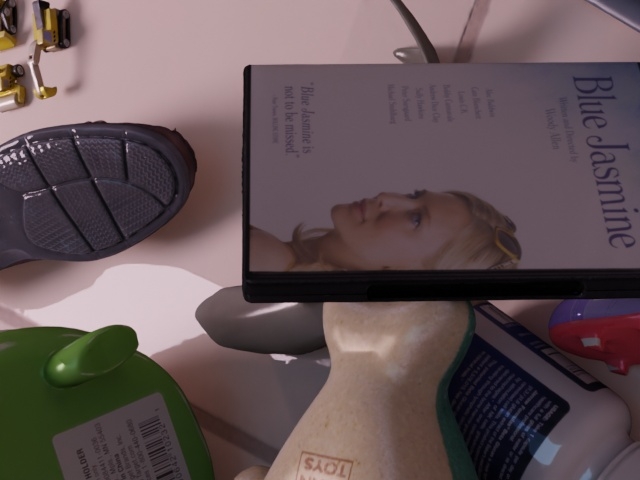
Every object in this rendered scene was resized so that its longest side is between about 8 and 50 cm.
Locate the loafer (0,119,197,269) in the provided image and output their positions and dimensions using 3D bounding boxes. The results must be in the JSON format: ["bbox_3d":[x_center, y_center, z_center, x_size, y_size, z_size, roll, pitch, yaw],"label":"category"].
[{"bbox_3d":[-0.221,-0.033,1.060,0.302,0.095,0.109,-18,108,25],"label":"loafer"}]

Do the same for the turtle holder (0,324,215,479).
[{"bbox_3d":[-0.233,0.205,0.921,0.227,0.243,0.320,-12,37,55],"label":"turtle holder"}]

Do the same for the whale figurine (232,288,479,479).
[{"bbox_3d":[0.042,0.162,0.786,0.216,0.141,0.272,1,80,43],"label":"whale figurine"}]

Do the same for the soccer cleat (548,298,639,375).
[{"bbox_3d":[0.250,0.015,0.781,0.248,0.083,0.095,-14,61,28],"label":"soccer cleat"}]

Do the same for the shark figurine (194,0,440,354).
[{"bbox_3d":[0.024,-0.009,0.896,0.166,0.116,0.278,42,107,27],"label":"shark figurine"}]

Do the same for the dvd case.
[{"bbox_3d":[0.081,-0.039,0.791,0.253,0.022,0.180,-1,47,-2],"label":"dvd case"}]

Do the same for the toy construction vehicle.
[{"bbox_3d":[-0.250,-0.159,1.126,0.086,0.035,0.098,-6,80,30],"label":"toy construction vehicle"}]

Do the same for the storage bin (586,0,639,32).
[{"bbox_3d":[0.213,-0.181,0.825,0.091,0.098,0.135,-44,60,-12],"label":"storage bin"}]

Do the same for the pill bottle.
[{"bbox_3d":[0.126,0.112,0.825,0.169,0.094,0.094,37,102,30],"label":"pill bottle"}]
